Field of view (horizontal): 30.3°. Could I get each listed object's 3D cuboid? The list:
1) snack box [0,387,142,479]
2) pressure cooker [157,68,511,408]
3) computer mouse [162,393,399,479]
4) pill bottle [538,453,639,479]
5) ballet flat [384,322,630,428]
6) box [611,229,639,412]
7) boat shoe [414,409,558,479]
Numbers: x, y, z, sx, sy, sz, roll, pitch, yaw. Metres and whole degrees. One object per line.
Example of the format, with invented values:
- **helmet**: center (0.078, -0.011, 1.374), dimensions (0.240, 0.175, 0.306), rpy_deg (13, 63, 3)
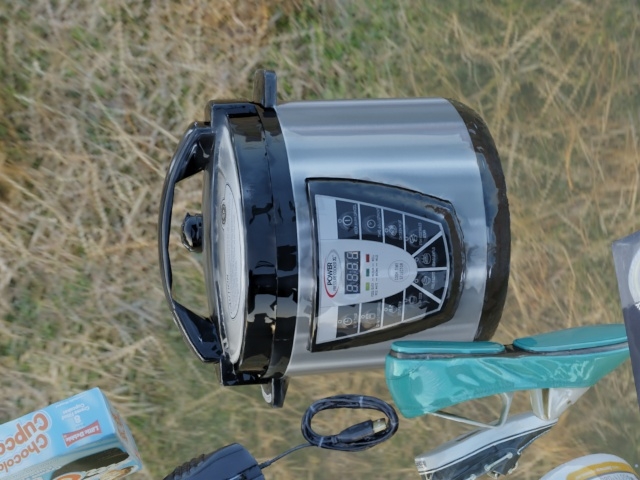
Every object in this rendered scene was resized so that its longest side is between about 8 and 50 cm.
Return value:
- **snack box**: center (-0.361, 0.263, 1.261), dimensions (0.322, 0.187, 0.060), rpy_deg (-22, 70, -7)
- **pressure cooker**: center (-0.001, 0.001, 1.542), dimensions (0.420, 0.375, 0.370), rpy_deg (-2, 55, -12)
- **computer mouse**: center (-0.044, 0.196, 1.021), dimensions (0.242, 0.041, 0.071), rpy_deg (-28, 87, 14)
- **pill bottle**: center (0.331, 0.375, 1.245), dimensions (0.162, 0.162, 0.278), rpy_deg (-37, 46, 6)
- **ballet flat**: center (0.182, 0.130, 1.107), dimensions (0.247, 0.083, 0.087), rpy_deg (-4, 97, -6)
- **box**: center (0.376, 0.186, 0.844), dimensions (0.097, 0.395, 0.318), rpy_deg (-29, 48, 39)
- **boat shoe**: center (0.241, 0.298, 1.664), dimensions (0.219, 0.078, 0.070), rpy_deg (-21, 88, -11)
